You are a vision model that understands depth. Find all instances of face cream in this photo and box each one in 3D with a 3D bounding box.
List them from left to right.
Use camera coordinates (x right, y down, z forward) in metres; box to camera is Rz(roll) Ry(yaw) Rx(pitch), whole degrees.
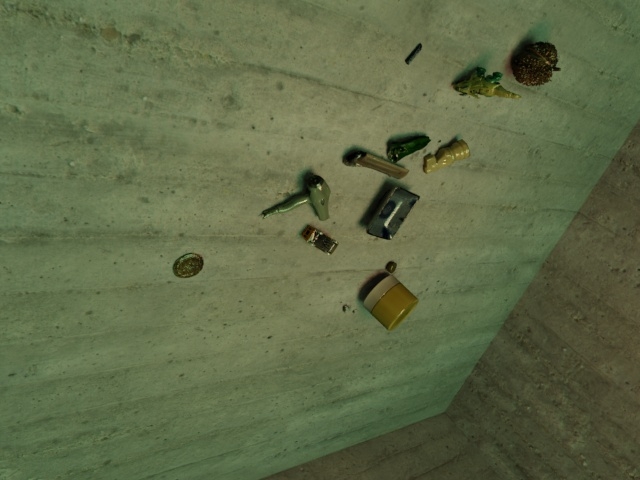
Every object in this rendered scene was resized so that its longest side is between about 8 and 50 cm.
[{"bbox_3d":[0.349,0.310,2.310,0.218,0.179,0.218,-38,157,-20],"label":"face cream"}]

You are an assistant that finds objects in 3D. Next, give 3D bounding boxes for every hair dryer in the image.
[{"bbox_3d":[-0.065,-0.118,1.781,0.267,0.092,0.229,-32,145,9],"label":"hair dryer"}]

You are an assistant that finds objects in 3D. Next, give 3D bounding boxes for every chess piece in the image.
[{"bbox_3d":[0.541,-0.360,2.031,0.200,0.090,0.090,-25,137,-3],"label":"chess piece"}]

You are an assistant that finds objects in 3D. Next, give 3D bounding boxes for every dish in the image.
[{"bbox_3d":[0.297,-0.130,2.024,0.182,0.080,0.243,14,116,-43],"label":"dish"}]

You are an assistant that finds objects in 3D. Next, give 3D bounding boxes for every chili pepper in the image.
[{"bbox_3d":[0.361,-0.377,1.886,0.216,0.062,0.108,-21,168,-28],"label":"chili pepper"}]

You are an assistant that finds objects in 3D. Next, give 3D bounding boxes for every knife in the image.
[{"bbox_3d":[0.231,-0.300,1.866,0.365,0.043,0.089,7,154,-43],"label":"knife"}]

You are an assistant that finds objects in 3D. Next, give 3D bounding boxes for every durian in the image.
[{"bbox_3d":[0.892,-0.719,1.911,0.167,0.196,0.196,18,111,-50],"label":"durian"}]

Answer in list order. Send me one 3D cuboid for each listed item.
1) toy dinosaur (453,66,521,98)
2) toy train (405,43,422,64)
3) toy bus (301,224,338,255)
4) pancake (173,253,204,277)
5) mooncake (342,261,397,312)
[{"bbox_3d":[0.659,-0.598,1.813,0.153,0.259,0.094,-52,149,-33],"label":"toy dinosaur"},{"bbox_3d":[0.334,-0.663,1.657,0.083,0.017,0.017,-50,139,7],"label":"toy train"},{"bbox_3d":[0.000,0.000,1.909,0.162,0.074,0.069,31,95,-45],"label":"toy bus"},{"bbox_3d":[-0.471,0.091,1.667,0.115,0.011,0.115,-21,134,-23],"label":"pancake"},{"bbox_3d":[0.253,0.244,2.322,0.347,0.057,0.150,-34,135,-10],"label":"mooncake"}]
